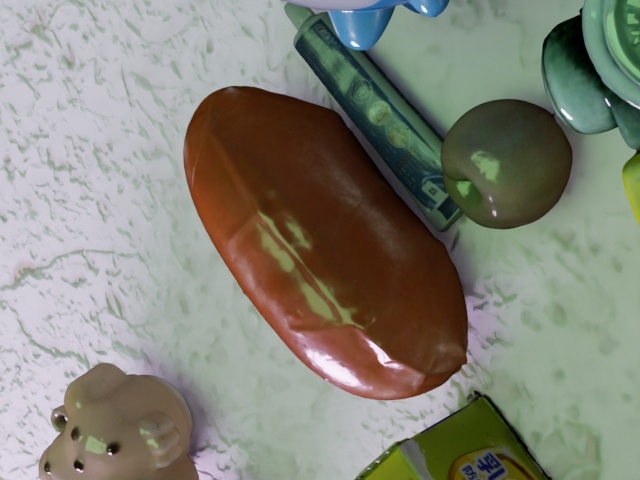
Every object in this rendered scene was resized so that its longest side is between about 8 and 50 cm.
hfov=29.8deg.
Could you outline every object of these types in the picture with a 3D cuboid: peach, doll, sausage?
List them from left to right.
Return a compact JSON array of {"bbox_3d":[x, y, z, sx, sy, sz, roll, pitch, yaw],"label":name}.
[{"bbox_3d":[-0.123,0.232,1.006,0.278,0.119,0.154,48,128,7],"label":"doll"},{"bbox_3d":[-0.002,0.001,0.829,0.258,0.133,0.133,53,128,15],"label":"sausage"},{"bbox_3d":[0.117,-0.049,0.752,0.083,0.083,0.083,11,109,36],"label":"peach"}]

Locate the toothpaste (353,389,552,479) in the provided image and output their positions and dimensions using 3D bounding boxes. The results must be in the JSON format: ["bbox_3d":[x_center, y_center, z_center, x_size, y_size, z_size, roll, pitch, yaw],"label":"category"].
[{"bbox_3d":[0.155,0.260,0.781,0.327,0.110,0.077,52,130,16],"label":"toothpaste"}]

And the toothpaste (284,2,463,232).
[{"bbox_3d":[0.037,-0.094,0.832,0.197,0.035,0.057,52,138,13],"label":"toothpaste"}]

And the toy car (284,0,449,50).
[{"bbox_3d":[0.029,-0.209,0.680,0.188,0.255,0.190,11,124,37],"label":"toy car"}]

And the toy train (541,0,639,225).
[{"bbox_3d":[0.319,-0.075,0.528,0.442,0.179,0.272,-16,99,40],"label":"toy train"}]
